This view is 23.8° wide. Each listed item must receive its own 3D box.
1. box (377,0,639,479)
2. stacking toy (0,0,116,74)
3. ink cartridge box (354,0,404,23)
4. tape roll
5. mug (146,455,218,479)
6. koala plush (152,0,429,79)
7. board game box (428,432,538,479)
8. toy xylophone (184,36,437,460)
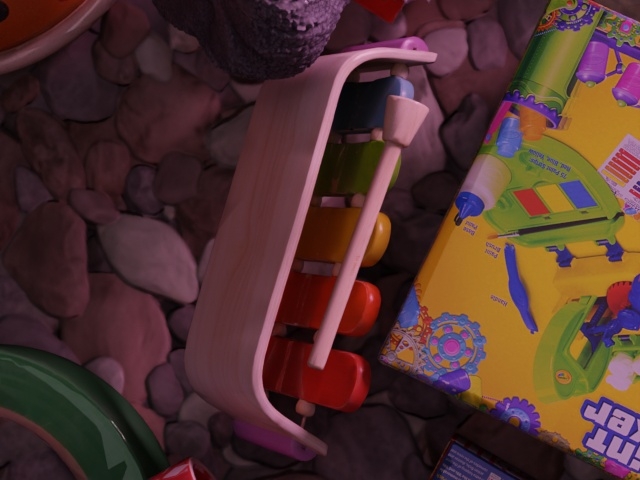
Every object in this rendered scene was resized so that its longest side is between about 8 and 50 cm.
[{"bbox_3d":[0.236,0.020,1.056,0.290,0.177,0.279,26,93,9],"label":"box"},{"bbox_3d":[-0.324,-0.305,1.012,0.351,0.480,0.350,0,88,10],"label":"stacking toy"},{"bbox_3d":[0.016,-0.275,1.173,0.179,0.045,0.145,34,95,12],"label":"ink cartridge box"},{"bbox_3d":[-0.269,0.242,1.189,0.321,0.077,0.321,0,89,10],"label":"tape roll"},{"bbox_3d":[-0.132,0.245,1.089,0.169,0.150,0.113,-33,47,3],"label":"mug"},{"bbox_3d":[0.009,-0.225,1.075,0.221,0.196,0.203,-21,51,-24],"label":"koala plush"},{"bbox_3d":[0.115,0.265,1.135,0.147,0.045,0.193,30,93,9],"label":"board game box"},{"bbox_3d":[0.000,0.000,1.078,0.081,0.236,0.322,19,91,-28],"label":"toy xylophone"}]
